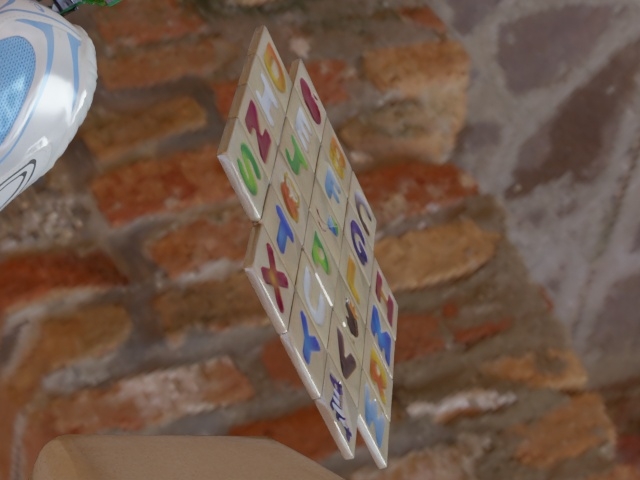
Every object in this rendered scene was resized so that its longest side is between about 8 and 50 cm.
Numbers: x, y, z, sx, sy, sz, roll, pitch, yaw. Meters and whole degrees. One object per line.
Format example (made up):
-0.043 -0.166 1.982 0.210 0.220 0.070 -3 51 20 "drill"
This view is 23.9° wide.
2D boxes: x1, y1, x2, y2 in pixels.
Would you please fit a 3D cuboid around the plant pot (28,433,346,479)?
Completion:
-0.032 0.106 0.380 0.109 0.096 0.109 6 121 -38 "plant pot"

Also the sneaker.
-0.181 -0.005 0.623 0.086 0.085 0.237 21 115 -34 "sneaker"

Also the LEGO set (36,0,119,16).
-0.254 -0.212 0.847 0.331 0.255 0.192 -19 134 21 "LEGO set"

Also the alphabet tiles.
0.000 0.000 1.162 0.011 0.342 0.285 -19 116 15 "alphabet tiles"
